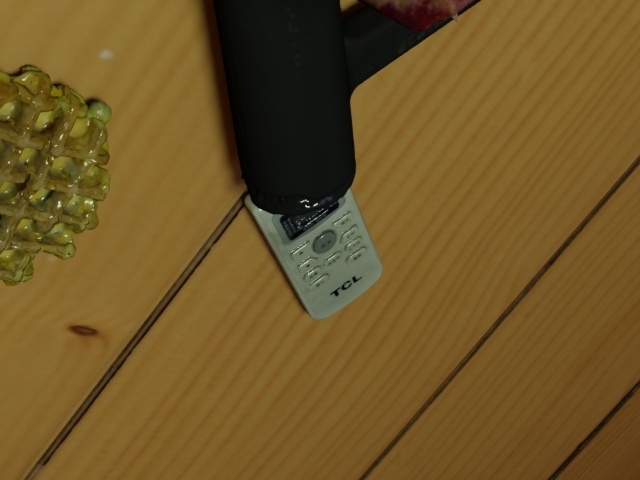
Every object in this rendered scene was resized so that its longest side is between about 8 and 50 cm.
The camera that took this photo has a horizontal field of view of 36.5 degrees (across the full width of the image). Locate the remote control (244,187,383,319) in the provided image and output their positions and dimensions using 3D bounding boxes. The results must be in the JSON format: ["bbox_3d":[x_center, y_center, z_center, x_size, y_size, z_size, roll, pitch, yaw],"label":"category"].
[{"bbox_3d":[0.000,0.000,0.860,0.087,0.029,0.190,-35,142,-8],"label":"remote control"}]

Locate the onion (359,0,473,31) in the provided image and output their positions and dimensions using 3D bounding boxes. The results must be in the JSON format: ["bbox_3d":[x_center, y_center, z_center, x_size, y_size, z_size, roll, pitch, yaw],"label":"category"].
[{"bbox_3d":[0.026,-0.245,0.467,0.256,0.272,0.230,14,125,-33],"label":"onion"}]

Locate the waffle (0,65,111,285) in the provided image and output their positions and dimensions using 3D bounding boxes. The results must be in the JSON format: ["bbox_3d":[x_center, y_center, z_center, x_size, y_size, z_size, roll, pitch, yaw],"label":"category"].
[{"bbox_3d":[-0.221,-0.035,0.627,0.191,0.038,0.191,-24,140,-22],"label":"waffle"}]

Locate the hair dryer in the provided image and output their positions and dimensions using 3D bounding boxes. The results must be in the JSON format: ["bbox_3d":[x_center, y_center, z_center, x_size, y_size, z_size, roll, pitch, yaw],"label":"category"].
[{"bbox_3d":[0.036,-0.158,0.713,0.251,0.089,0.197,-35,141,-24],"label":"hair dryer"}]
